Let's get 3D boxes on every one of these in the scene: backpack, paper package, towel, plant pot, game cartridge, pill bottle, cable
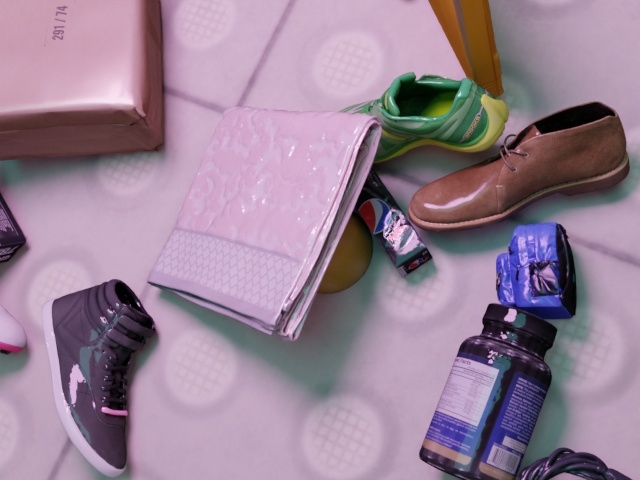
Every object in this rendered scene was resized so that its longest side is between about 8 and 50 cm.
[{"bbox_3d":[0.283,0.037,1.104,0.101,0.098,0.120,-2,74,19],"label":"backpack"},{"bbox_3d":[-0.415,-0.306,1.338,0.309,0.168,0.325,-4,73,0],"label":"paper package"},{"bbox_3d":[-0.091,-0.045,1.185,0.331,0.053,0.317,14,77,47],"label":"towel"},{"bbox_3d":[0.000,0.000,1.196,0.134,0.095,0.134,-5,72,14],"label":"plant pot"},{"bbox_3d":[0.165,-0.368,1.137,0.052,0.323,0.285,-25,69,10],"label":"game cartridge"},{"bbox_3d":[0.218,0.197,1.060,0.122,0.123,0.219,20,80,20],"label":"pill bottle"},{"bbox_3d":[0.316,0.339,1.019,0.184,0.047,0.151,28,96,2],"label":"cable"}]

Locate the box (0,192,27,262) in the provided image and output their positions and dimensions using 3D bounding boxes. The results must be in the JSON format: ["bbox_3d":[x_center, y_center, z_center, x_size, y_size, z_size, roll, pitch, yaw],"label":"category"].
[{"bbox_3d":[-0.640,-0.085,1.273,0.073,0.293,0.296,-38,80,28],"label":"box"}]

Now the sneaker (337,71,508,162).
[{"bbox_3d":[0.118,-0.184,1.172,0.295,0.123,0.110,-2,57,43],"label":"sneaker"}]

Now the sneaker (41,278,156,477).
[{"bbox_3d":[-0.304,0.184,1.222,0.146,0.104,0.296,-29,64,11],"label":"sneaker"}]

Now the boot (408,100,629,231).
[{"bbox_3d":[0.256,-0.103,1.129,0.305,0.115,0.112,-19,45,7],"label":"boot"}]

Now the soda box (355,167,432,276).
[{"bbox_3d":[0.091,-0.034,1.199,0.053,0.060,0.169,-34,68,5],"label":"soda box"}]

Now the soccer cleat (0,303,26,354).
[{"bbox_3d":[-0.592,0.071,1.333,0.331,0.116,0.143,19,81,21],"label":"soccer cleat"}]
